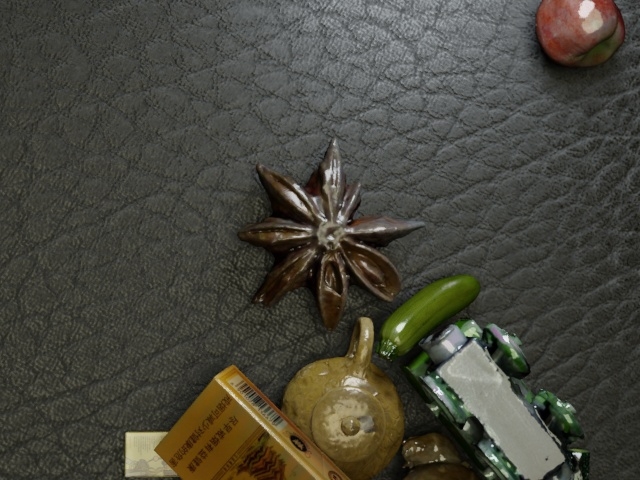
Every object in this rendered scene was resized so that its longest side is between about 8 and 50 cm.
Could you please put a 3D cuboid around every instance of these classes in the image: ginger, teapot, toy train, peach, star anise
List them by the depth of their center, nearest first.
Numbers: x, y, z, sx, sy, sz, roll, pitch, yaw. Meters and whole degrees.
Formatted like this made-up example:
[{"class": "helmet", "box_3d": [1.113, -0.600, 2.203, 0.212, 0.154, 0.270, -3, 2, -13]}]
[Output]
[{"class": "toy train", "box_3d": [0.268, 0.259, 1.789, 0.173, 0.249, 0.307, -39, 91, -7]}, {"class": "teapot", "box_3d": [0.041, 0.274, 1.797, 0.203, 0.167, 0.311, 16, 85, -7]}, {"class": "ginger", "box_3d": [0.224, 0.485, 1.804, 0.256, 0.176, 0.375, -22, 82, -28]}, {"class": "star anise", "box_3d": [0.013, -0.013, 1.840, 0.315, 0.108, 0.316, 1, 84, -7]}, {"class": "peach", "box_3d": [0.438, -0.373, 1.906, 0.152, 0.152, 0.152, 0, 87, -8]}]

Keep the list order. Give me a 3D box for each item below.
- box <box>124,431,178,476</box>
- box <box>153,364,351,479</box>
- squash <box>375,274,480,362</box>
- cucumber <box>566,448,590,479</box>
[{"class": "box", "box_3d": [-0.242, 0.344, 1.827, 0.149, 0.020, 0.073, 0, 86, -9]}, {"class": "box", "box_3d": [-0.102, 0.350, 1.738, 0.274, 0.076, 0.174, 43, 112, 8]}, {"class": "squash", "box_3d": [0.169, 0.118, 1.838, 0.258, 0.069, 0.069, -31, 92, -38]}, {"class": "cucumber", "box_3d": [0.429, 0.480, 1.906, 0.043, 0.044, 0.257, 3, 88, 3]}]
